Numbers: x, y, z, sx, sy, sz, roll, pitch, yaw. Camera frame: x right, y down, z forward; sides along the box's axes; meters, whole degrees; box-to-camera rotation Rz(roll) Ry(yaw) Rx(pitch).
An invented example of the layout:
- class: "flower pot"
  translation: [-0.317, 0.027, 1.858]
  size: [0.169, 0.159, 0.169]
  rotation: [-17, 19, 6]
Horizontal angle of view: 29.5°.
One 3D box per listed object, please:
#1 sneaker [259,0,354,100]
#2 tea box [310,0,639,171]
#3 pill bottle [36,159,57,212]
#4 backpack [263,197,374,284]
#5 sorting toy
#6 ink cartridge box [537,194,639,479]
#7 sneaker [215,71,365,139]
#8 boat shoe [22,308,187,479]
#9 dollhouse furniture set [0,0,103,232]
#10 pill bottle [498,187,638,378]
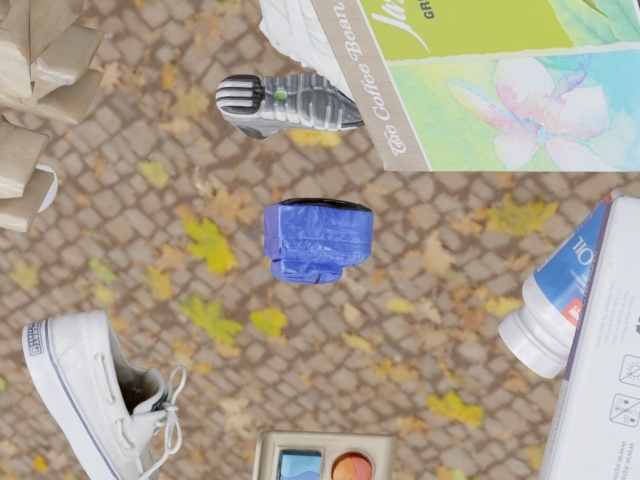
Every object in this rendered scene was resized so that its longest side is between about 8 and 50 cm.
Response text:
- class: "sneaker"
  translation: [0.026, -0.222, 1.308]
  size: [0.152, 0.114, 0.305]
  rotation: [-28, 96, 49]
- class: "tea box"
  translation: [0.200, -0.216, 0.695]
  size: [0.323, 0.329, 0.220]
  rotation: [1, 128, 43]
- class: "pill bottle"
  translation: [-0.410, -0.086, 1.556]
  size: [0.152, 0.086, 0.086]
  rotation: [22, 137, 33]
- class: "backpack"
  translation: [0.000, 0.000, 1.404]
  size: [0.098, 0.120, 0.101]
  rotation: [-166, 76, -74]
- class: "sorting toy"
  translation: [-0.003, 0.443, 1.886]
  size: [0.229, 0.041, 0.307]
  rotation: [3, 104, -15]
- class: "ink cartridge box"
  translation: [0.323, 0.164, 0.839]
  size: [0.330, 0.324, 0.071]
  rotation: [15, 177, 5]
- class: "sneaker"
  translation: [-0.040, -0.192, 1.801]
  size: [0.228, 0.086, 0.132]
  rotation: [7, 165, -2]
- class: "boat shoe"
  translation: [-0.239, 0.210, 1.553]
  size: [0.156, 0.136, 0.367]
  rotation: [-18, 133, 1]
- class: "dollhouse furniture set"
  translation: [-0.319, -0.284, 1.075]
  size: [0.256, 0.394, 0.362]
  rotation: [17, 147, 2]
- class: "pill bottle"
  translation: [0.317, 0.056, 1.428]
  size: [0.124, 0.124, 0.221]
  rotation: [39, 109, -4]
